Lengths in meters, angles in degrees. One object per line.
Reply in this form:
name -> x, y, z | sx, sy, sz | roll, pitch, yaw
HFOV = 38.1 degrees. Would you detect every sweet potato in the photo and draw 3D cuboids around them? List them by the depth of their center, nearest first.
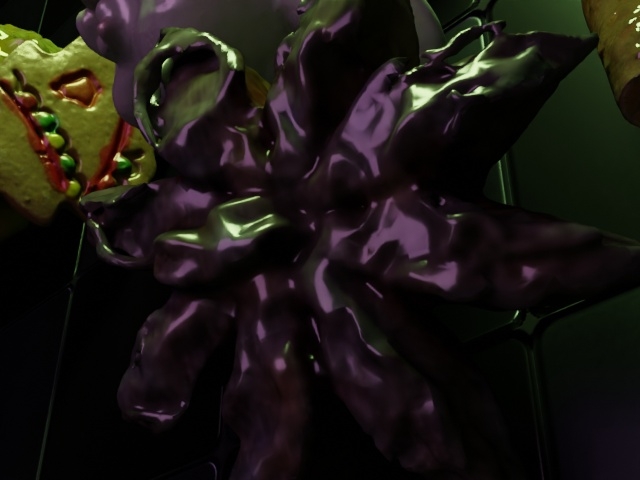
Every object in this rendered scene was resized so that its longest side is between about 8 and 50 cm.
sweet potato -> 0.172, -0.174, 0.515 | 0.067, 0.059, 0.281 | 115, 164, -54

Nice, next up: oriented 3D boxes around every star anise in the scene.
star anise -> 0.000, 0.002, 0.463 | 0.332, 0.117, 0.331 | -2, 86, 30

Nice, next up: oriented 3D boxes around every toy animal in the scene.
toy animal -> -0.064, -0.160, 0.658 | 0.310, 0.247, 0.183 | -114, 43, -66

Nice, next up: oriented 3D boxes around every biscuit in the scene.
biscuit -> -0.250, -0.098, 0.838 | 0.041, 0.239, 0.212 | 151, 112, -65

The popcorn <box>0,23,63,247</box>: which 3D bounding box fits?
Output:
popcorn -> -0.361, -0.108, 0.956 | 0.224, 0.270, 0.258 | 20, 76, 24
